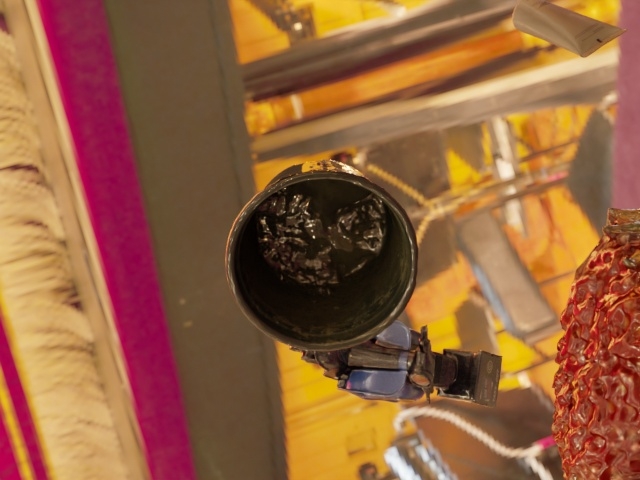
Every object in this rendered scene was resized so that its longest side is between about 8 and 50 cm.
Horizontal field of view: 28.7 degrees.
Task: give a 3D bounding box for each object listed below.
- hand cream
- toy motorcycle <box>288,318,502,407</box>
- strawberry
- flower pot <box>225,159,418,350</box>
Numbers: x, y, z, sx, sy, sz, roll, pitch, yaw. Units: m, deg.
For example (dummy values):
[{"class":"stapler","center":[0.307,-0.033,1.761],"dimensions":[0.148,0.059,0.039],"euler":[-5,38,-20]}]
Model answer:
[{"class":"hand cream","center":[0.353,-0.314,1.841],"dimensions":[0.186,0.087,0.054],"euler":[35,150,46]},{"class":"toy motorcycle","center":[0.115,0.174,1.816],"dimensions":[0.213,0.358,0.125],"euler":[3,81,32]},{"class":"strawberry","center":[0.382,0.131,1.299],"dimensions":[0.292,0.292,0.343],"euler":[-127,39,-52]},{"class":"flower pot","center":[0.000,0.000,1.052],"dimensions":[0.107,0.157,0.157],"euler":[-96,-5,-68]}]
